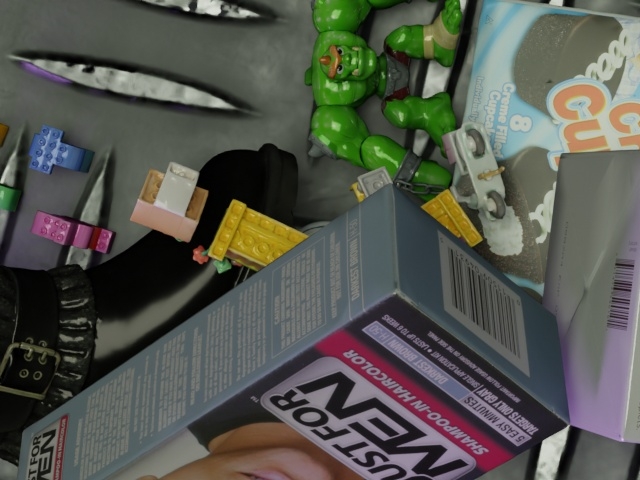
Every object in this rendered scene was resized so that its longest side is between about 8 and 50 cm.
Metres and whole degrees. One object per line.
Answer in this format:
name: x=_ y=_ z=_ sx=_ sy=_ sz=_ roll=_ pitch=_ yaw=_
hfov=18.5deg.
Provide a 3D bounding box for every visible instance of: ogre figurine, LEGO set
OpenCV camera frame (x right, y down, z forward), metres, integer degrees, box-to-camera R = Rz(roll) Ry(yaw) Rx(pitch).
ogre figurine: x=0.049 y=-0.130 z=1.565 sx=0.118 sy=0.097 sz=0.197 roll=1 pitch=103 yaw=-5
LEGO set: x=-0.278 y=-0.066 z=1.622 sx=0.227 sy=0.093 sz=0.087 roll=19 pitch=92 yaw=11
LEGO set: x=0.000 y=0.000 z=1.477 sx=0.287 sy=0.107 sz=0.132 roll=-10 pitch=78 yaw=-14

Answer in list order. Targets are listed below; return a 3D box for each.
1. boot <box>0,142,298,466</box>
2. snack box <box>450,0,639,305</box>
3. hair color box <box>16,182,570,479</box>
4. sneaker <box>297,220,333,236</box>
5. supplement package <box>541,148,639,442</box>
boot: x=-0.195 y=0.035 z=1.530 sx=0.260 sy=0.131 sz=0.348 roll=29 pitch=95 yaw=-19
snack box: x=0.195 y=-0.020 z=1.547 sx=0.187 sy=0.060 sz=0.321 roll=9 pitch=90 yaw=11
hair color box: x=-0.028 y=0.135 z=1.412 sx=0.374 sy=0.113 sz=0.185 roll=-34 pitch=126 yaw=28
sneaker: x=0.018 y=0.110 z=1.561 sx=0.094 sy=0.091 sz=0.258 roll=-10 pitch=87 yaw=10
supplement package: x=0.314 y=0.048 z=1.410 sx=0.263 sy=0.198 sz=0.199 roll=7 pitch=90 yaw=-12
